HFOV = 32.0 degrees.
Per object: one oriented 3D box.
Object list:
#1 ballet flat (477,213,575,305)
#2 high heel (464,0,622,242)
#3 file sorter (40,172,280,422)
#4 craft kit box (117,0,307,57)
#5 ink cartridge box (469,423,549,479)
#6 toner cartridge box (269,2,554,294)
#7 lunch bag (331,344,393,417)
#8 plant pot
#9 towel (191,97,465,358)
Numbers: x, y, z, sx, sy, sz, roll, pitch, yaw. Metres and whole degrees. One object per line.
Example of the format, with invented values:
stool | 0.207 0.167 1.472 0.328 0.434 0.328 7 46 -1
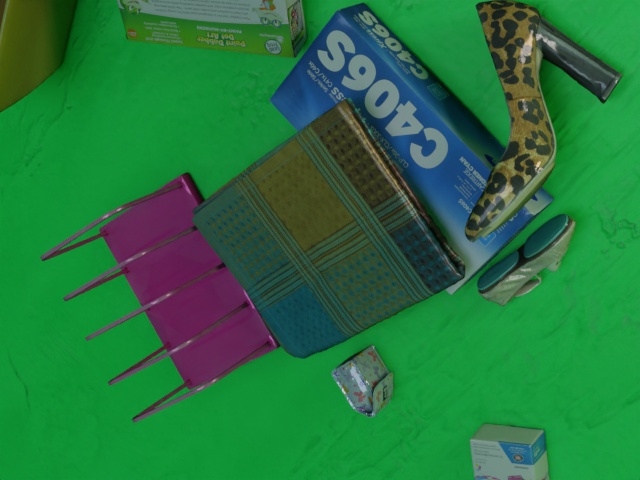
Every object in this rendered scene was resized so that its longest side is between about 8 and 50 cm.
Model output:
ballet flat | 0.265 0.026 1.380 0.052 0.057 0.168 35 131 -17
high heel | 0.196 -0.142 1.281 0.186 0.093 0.261 37 87 10
file sorter | -0.239 0.090 1.624 0.202 0.182 0.290 -28 91 35
craft kit box | -0.153 -0.355 1.409 0.250 0.061 0.246 9 134 18
ink cartridge box | 0.254 0.312 1.481 0.088 0.052 0.122 0 108 31
toner cartridge box | 0.109 -0.116 1.401 0.348 0.075 0.165 47 126 9
lunch bag | 0.066 0.196 1.543 0.053 0.071 0.083 -31 88 32
plant pot | -0.475 -0.327 1.616 0.212 0.187 0.212 32 120 19
towel | 0.000 0.000 1.475 0.271 0.040 0.370 55 138 -3
